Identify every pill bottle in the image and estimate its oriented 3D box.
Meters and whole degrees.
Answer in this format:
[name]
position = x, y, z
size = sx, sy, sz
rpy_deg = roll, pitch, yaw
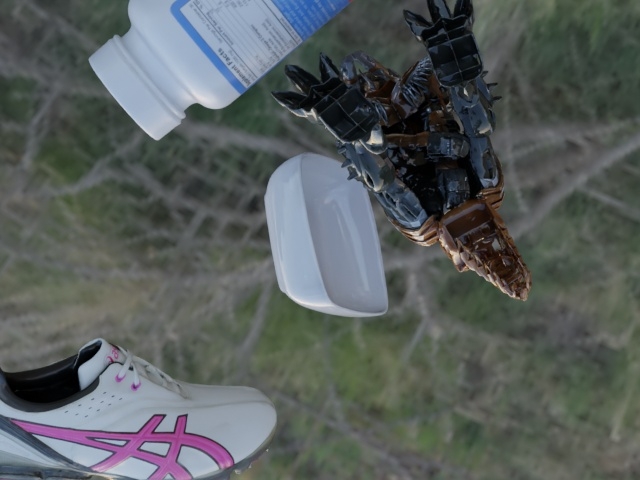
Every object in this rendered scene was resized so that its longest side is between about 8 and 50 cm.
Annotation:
[pill bottle]
position = -0.082, -0.189, 1.422
size = 0.124, 0.221, 0.124
rpy_deg = 51, -176, -5

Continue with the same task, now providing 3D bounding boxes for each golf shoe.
[golf shoe]
position = -0.107, 0.097, 0.951
size = 0.067, 0.186, 0.086
rpy_deg = -135, 47, -54

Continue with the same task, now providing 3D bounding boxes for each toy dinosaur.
[toy dinosaur]
position = 0.093, -0.071, 1.365
size = 0.322, 0.164, 0.218
rpy_deg = 30, 157, 41

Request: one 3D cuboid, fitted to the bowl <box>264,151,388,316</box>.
[bowl]
position = 0.000, 0.000, 1.475
size = 0.053, 0.142, 0.142
rpy_deg = -15, 167, 24
